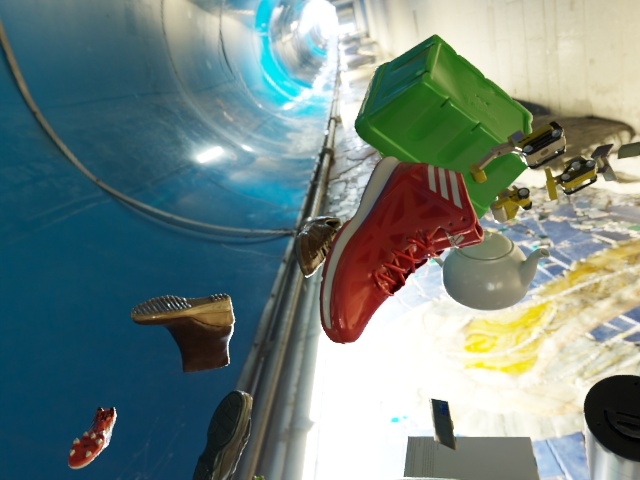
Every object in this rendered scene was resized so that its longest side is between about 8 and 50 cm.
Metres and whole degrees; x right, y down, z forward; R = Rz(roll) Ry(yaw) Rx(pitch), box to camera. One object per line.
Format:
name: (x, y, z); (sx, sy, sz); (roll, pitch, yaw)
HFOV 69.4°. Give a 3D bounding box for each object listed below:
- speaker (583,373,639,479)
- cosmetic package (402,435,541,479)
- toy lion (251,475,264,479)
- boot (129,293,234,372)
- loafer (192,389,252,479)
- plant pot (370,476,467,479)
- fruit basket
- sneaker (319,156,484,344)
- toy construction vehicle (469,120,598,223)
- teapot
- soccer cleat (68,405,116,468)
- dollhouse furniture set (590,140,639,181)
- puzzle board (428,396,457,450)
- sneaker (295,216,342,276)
speaker: (0.213, 0.146, 0.318); (0.055, 0.055, 0.136); (-93, -23, -45)
cosmetic package: (0.432, 0.686, 1.327); (0.197, 0.364, 0.155); (-52, -47, -63)
toy lion: (-0.189, 0.741, 1.328); (0.096, 0.034, 0.100); (-57, 31, 40)
boot: (-0.333, 0.240, 1.133); (0.090, 0.248, 0.207); (39, 126, 55)
loafer: (-0.219, 0.477, 1.093); (0.084, 0.096, 0.268); (20, -85, -47)
plant pot: (0.187, 0.680, 1.089); (0.274, 0.293, 0.275); (6, -97, -56)
fruit basket: (0.237, -0.227, 1.060); (0.392, 0.391, 0.283); (68, -147, -48)
sneaker: (0.088, 0.011, 0.472); (0.087, 0.127, 0.222); (40, -114, -52)
toy construction vehicle: (0.192, -0.064, 0.419); (0.086, 0.098, 0.035); (43, -157, -43)
teapot: (0.448, 0.057, 1.275); (0.253, 0.255, 0.187); (-99, -4, -63)
soccer cleat: (-0.227, 0.203, 0.464); (0.083, 0.029, 0.036); (-109, 26, -73)
dollhouse furniture set: (0.627, -0.148, 0.955); (0.081, 0.091, 0.114); (53, 155, -18)
puzzle board: (0.267, 0.397, 1.012); (0.128, 0.011, 0.097); (109, 156, -74)
sneaker: (0.000, 0.000, 0.910); (0.188, 0.071, 0.066); (-78, -31, -59)
